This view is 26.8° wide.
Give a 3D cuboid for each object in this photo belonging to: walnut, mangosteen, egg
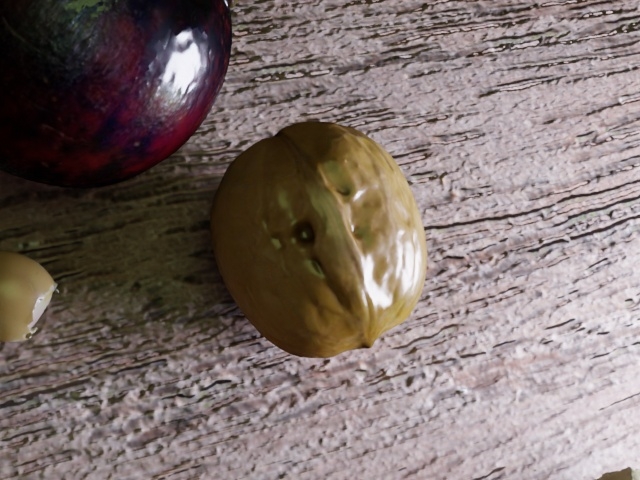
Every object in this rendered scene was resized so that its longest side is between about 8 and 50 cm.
[{"bbox_3d":[0.000,0.000,1.256,0.195,0.195,0.222,-17,80,-27],"label":"walnut"},{"bbox_3d":[-0.200,-0.216,1.159,0.306,0.359,0.306,40,20,-18],"label":"mangosteen"},{"bbox_3d":[-0.283,0.046,1.177,0.096,0.080,0.080,27,63,-4],"label":"egg"}]

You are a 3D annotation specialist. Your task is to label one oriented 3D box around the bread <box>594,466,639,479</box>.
[{"bbox_3d":[0.331,0.306,1.342,0.105,0.077,0.152,13,68,-17],"label":"bread"}]
